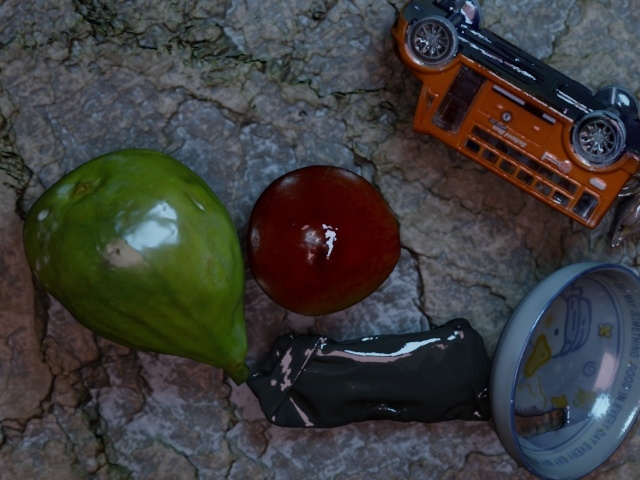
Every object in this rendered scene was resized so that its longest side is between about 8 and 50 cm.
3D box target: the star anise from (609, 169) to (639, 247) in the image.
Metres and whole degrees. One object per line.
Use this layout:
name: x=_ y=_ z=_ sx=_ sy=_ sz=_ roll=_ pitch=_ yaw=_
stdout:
star anise: x=0.410 y=-0.066 z=1.957 sx=0.208 sy=0.063 sz=0.172 roll=7 pitch=106 yaw=-11

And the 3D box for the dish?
dish: x=0.279 y=0.148 z=1.949 sx=0.273 sy=0.134 sz=0.273 roll=-14 pitch=111 yaw=-39

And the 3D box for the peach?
peach: x=0.000 y=0.000 z=1.873 sx=0.197 sy=0.197 sz=0.197 roll=-1 pitch=100 yaw=-4

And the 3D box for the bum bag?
bum bag: x=0.070 y=0.164 z=1.970 sx=0.326 sy=0.080 sz=0.142 roll=-1 pitch=108 yaw=-7

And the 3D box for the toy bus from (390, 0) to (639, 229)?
toy bus: x=0.221 y=-0.157 z=1.863 sx=0.329 sy=0.143 sz=0.153 roll=32 pitch=117 yaw=5

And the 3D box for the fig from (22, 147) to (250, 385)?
fig: x=-0.191 y=0.021 z=1.885 sx=0.314 sy=0.233 sz=0.233 roll=30 pitch=99 yaw=-46
